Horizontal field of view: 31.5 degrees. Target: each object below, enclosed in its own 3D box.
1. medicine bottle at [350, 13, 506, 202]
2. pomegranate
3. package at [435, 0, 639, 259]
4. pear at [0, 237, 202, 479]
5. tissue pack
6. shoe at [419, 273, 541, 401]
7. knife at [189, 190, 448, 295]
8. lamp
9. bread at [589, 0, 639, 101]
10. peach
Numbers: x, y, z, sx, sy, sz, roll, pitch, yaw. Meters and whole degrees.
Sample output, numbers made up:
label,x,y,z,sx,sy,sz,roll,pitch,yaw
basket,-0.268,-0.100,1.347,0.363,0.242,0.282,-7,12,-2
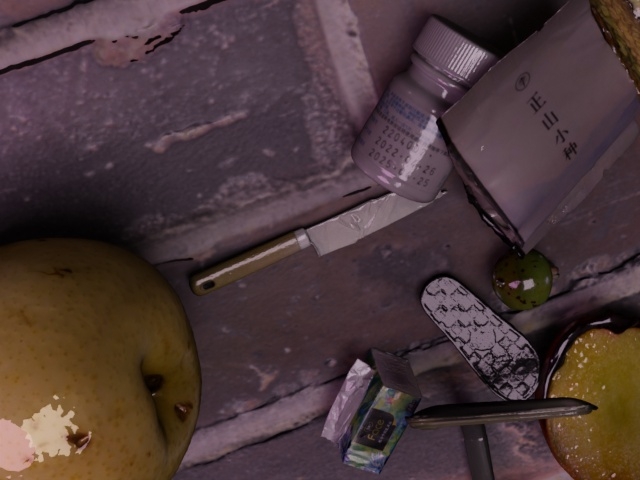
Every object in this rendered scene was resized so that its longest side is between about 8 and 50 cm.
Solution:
label,x,y,z,sx,sy,sz,roll,pitch,yaw
medicine bottle,0.111,-0.131,1.142,0.105,0.105,0.168,25,108,-20
pomegranate,0.230,0.036,1.268,0.084,0.073,0.073,-47,121,-28
package,0.225,-0.116,1.154,0.204,0.062,0.251,-45,137,-6
pear,-0.271,0.145,1.099,0.309,0.309,0.309,-4,115,-9
tissue pack,0.053,0.191,1.292,0.079,0.085,0.111,20,110,-18
shoe,0.183,0.107,1.303,0.071,0.049,0.179,-44,96,5
knife,-0.001,-0.001,1.230,0.297,0.017,0.047,-24,119,-3
lamp,0.231,0.259,1.303,0.203,0.124,0.283,-4,126,21
bread,0.343,-0.239,1.124,0.134,0.129,0.260,-42,117,2
peach,0.342,0.195,1.360,0.189,0.068,0.279,-19,116,-9
